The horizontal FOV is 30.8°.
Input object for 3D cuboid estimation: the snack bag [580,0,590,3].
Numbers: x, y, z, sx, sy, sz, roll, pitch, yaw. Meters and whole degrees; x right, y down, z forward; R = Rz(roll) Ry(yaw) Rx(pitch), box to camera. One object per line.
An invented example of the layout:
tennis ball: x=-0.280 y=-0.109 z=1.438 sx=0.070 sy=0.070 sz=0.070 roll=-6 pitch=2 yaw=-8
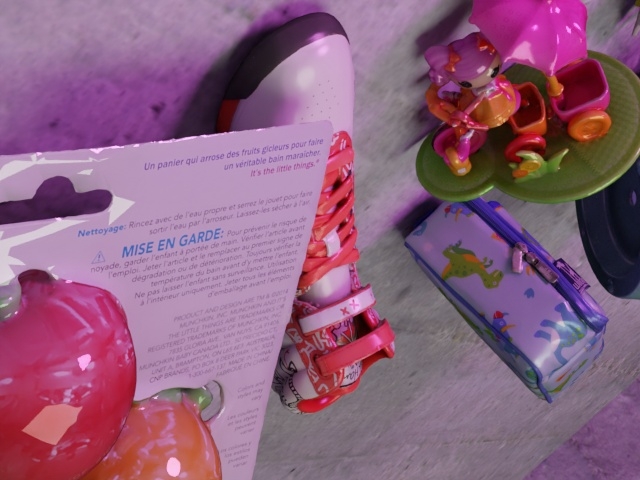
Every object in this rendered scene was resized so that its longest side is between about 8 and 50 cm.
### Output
snack bag: x=0.304 y=-0.326 z=0.705 sx=0.342 sy=0.037 sz=0.323 roll=-33 pitch=156 yaw=-15

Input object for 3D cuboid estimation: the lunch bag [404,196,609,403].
lunch bag: x=0.161 y=0.047 z=1.006 sx=0.090 sy=0.176 sz=0.219 roll=-45 pitch=159 yaw=0

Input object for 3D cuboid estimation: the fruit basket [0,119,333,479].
fruit basket: x=-0.157 y=0.106 z=0.600 sx=0.327 sy=0.165 sz=0.353 roll=-13 pitch=122 yaw=-41

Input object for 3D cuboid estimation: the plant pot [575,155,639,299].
plant pot: x=0.346 y=-0.044 z=1.035 sx=0.196 sy=0.293 sz=0.293 roll=-5 pitch=149 yaw=-8

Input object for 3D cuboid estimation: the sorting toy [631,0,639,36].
sorting toy: x=0.271 y=-0.190 z=0.906 sx=0.083 sy=0.045 sz=0.075 roll=-33 pitch=164 yaw=-15

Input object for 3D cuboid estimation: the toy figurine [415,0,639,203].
toy figurine: x=0.123 y=-0.111 z=0.777 sx=0.173 sy=0.130 sz=0.159 roll=-19 pitch=147 yaw=14

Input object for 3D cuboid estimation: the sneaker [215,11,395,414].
sneaker: x=0.001 y=0.000 z=0.706 sx=0.090 sy=0.145 sz=0.270 roll=-25 pitch=153 yaw=-31
